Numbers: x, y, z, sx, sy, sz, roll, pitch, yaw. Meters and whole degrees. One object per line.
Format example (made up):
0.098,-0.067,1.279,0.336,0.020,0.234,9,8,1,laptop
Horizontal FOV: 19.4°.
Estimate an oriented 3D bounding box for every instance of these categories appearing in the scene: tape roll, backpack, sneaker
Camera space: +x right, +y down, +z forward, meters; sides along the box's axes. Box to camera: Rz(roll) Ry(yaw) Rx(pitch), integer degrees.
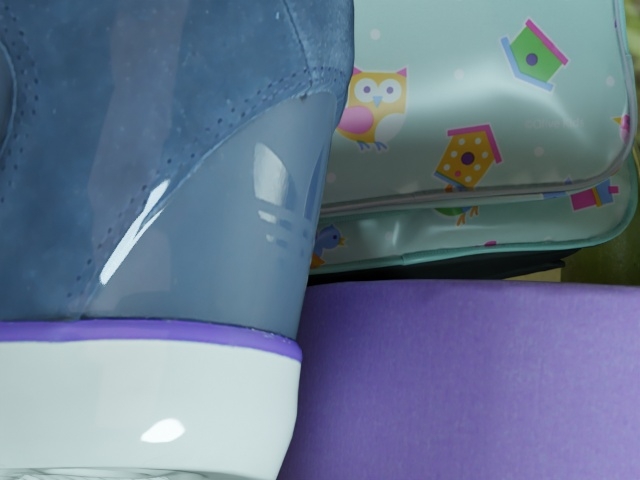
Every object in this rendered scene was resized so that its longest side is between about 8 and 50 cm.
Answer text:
0.120,0.073,0.523,0.275,0.275,0.090,8,82,-14,tape roll
0.011,-0.082,0.584,0.166,0.144,0.188,-6,81,-10,backpack
-0.148,-0.057,0.482,0.323,0.130,0.236,0,80,16,sneaker

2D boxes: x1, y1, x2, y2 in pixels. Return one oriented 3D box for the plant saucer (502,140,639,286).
0.000,0.000,0.662,0.241,0.037,0.241,2,83,-15,plant saucer
